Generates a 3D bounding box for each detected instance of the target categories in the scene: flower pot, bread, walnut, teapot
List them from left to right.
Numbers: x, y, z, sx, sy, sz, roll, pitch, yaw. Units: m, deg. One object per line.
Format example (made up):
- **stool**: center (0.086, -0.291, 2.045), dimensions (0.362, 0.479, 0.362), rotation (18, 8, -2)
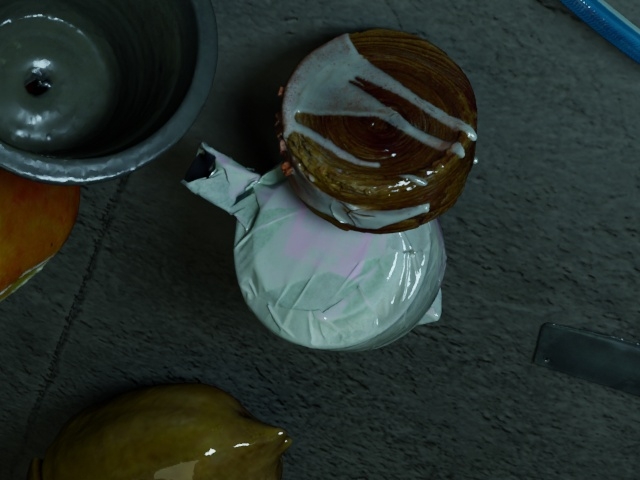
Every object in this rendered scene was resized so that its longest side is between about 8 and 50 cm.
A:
- **flower pot**: center (-0.213, -0.143, 1.406), dimensions (0.235, 0.235, 0.148), rotation (31, 160, -10)
- **walnut**: center (-0.159, 0.245, 1.832), dimensions (0.336, 0.209, 0.209), rotation (-26, 122, 33)
- **teapot**: center (0.000, 0.014, 1.483), dimensions (0.221, 0.163, 0.178), rotation (4, 172, 18)
- **bread**: center (0.044, -0.084, 1.366), dimensions (0.160, 0.160, 0.073), rotation (13, 151, 12)

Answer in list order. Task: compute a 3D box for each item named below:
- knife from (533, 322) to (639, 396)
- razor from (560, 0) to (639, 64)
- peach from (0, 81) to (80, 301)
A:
- **knife**: center (0.312, 0.126, 1.592), dimensions (0.245, 0.019, 0.072), rotation (17, 141, 11)
- **razor**: center (0.207, -0.163, 1.285), dimensions (0.191, 0.037, 0.068), rotation (38, 139, -18)
- **peach**: center (-0.346, -0.065, 1.542), dimensions (0.245, 0.248, 0.275), rotation (-41, 97, 14)
